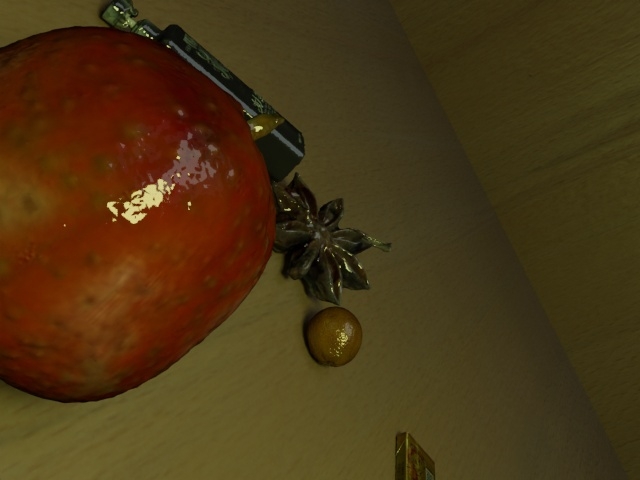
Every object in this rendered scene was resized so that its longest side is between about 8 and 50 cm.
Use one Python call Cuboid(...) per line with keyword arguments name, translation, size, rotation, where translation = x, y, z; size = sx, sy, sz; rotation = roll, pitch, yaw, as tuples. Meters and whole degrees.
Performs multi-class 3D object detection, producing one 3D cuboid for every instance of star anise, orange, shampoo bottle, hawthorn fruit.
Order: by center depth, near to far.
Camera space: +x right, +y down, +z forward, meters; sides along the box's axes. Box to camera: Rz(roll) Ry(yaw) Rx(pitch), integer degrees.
Cuboid(name="hawthorn fruit", translation=(-0.158, -0.030, 0.534), size=(0.275, 0.299, 0.275), rotation=(57, -12, 19))
Cuboid(name="shampoo bottle", translation=(-0.153, -0.204, 0.945), size=(0.309, 0.071, 0.098), rotation=(37, 25, -22))
Cuboid(name="orange", translation=(0.019, 0.132, 0.976), size=(0.085, 0.085, 0.085), rotation=(46, 29, -34))
Cuboid(name="star anise", translation=(0.001, 0.000, 1.059), size=(0.262, 0.081, 0.230), rotation=(11, 47, -47))

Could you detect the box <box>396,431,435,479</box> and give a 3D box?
Cuboid(name="box", translation=(0.140, 0.366, 1.037), size=(0.089, 0.022, 0.156), rotation=(51, 26, -28))
